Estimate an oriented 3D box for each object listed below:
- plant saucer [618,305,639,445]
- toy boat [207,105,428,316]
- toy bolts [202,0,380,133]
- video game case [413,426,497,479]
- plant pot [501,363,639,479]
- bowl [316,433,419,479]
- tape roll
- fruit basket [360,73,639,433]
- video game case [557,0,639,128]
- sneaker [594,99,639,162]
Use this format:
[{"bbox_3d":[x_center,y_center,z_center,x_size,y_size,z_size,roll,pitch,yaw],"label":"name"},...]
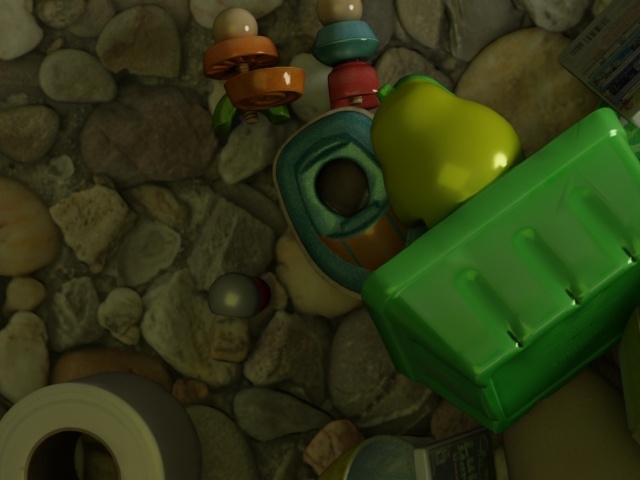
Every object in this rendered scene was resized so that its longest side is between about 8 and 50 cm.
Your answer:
[{"bbox_3d":[0.395,0.200,1.655,0.045,0.188,0.188,-29,122,25],"label":"plant saucer"},{"bbox_3d":[0.000,0.000,1.859,0.318,0.148,0.267,-37,83,9],"label":"toy boat"},{"bbox_3d":[-0.035,-0.245,1.852,0.228,0.218,0.158,-9,82,-6],"label":"toy bolts"},{"bbox_3d":[0.177,0.338,1.813,0.022,0.173,0.190,-9,88,33],"label":"video game case"},{"bbox_3d":[0.331,0.297,1.760,0.256,0.256,0.274,-31,70,10],"label":"plant pot"},{"bbox_3d":[0.054,0.399,1.803,0.156,0.289,0.289,-24,85,32],"label":"bowl"},{"bbox_3d":[-0.294,0.299,1.911,0.246,0.169,0.246,0,90,11],"label":"tape roll"},{"bbox_3d":[0.198,-0.017,1.735,0.392,0.283,0.392,-8,58,12],"label":"fruit basket"},{"bbox_3d":[0.409,-0.254,1.771,0.212,0.193,0.023,-46,125,8],"label":"video game case"},{"bbox_3d":[0.449,-0.201,1.777,0.295,0.123,0.109,-38,83,10],"label":"sneaker"}]
